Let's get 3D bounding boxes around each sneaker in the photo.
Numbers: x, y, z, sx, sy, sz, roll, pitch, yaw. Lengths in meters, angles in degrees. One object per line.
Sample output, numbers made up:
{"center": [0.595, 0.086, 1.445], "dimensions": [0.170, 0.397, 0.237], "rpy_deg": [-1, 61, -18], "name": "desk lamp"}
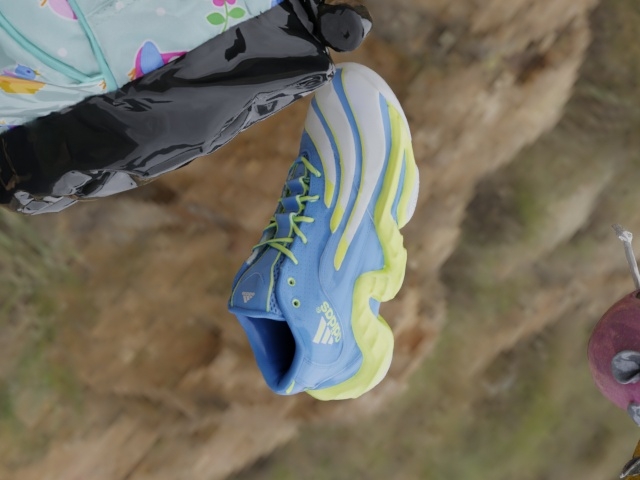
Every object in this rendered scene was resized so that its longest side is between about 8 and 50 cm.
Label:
{"center": [0.000, 0.000, 1.321], "dimensions": [0.126, 0.091, 0.240], "rpy_deg": [-13, 105, -50], "name": "sneaker"}

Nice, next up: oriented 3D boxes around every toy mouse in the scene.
{"center": [0.102, 0.070, 0.548], "dimensions": [0.031, 0.161, 0.143], "rpy_deg": [-14, 173, 3], "name": "toy mouse"}

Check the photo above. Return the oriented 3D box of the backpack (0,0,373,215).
{"center": [-0.089, -0.101, 0.544], "dimensions": [0.115, 0.182, 0.152], "rpy_deg": [-37, -167, -34], "name": "backpack"}
